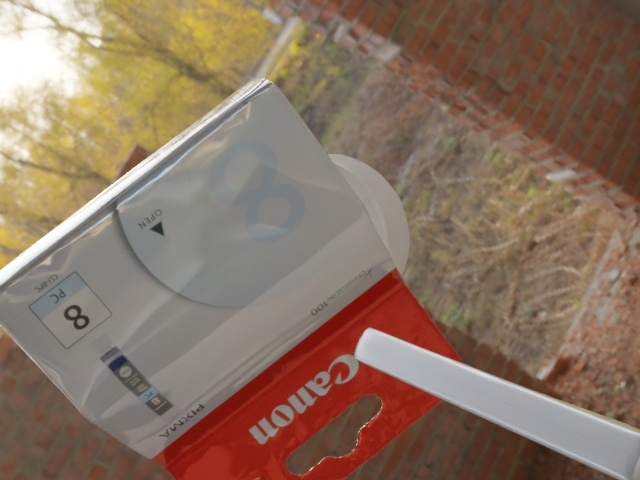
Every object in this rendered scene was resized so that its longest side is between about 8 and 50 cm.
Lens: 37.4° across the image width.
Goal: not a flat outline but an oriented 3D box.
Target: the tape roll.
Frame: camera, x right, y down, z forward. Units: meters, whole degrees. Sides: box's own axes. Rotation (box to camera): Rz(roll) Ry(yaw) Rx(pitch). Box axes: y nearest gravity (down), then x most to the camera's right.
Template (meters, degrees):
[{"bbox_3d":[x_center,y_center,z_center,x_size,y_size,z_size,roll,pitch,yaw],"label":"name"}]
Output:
[{"bbox_3d":[0.000,0.000,1.572,0.286,0.286,0.100,-54,-16,22],"label":"tape roll"}]

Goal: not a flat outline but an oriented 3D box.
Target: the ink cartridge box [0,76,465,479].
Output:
[{"bbox_3d":[-0.062,0.093,0.879,0.308,0.385,0.091,-38,17,-3],"label":"ink cartridge box"}]

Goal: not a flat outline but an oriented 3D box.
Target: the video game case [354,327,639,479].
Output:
[{"bbox_3d":[0.158,0.119,0.549,0.227,0.206,0.026,16,80,59],"label":"video game case"}]
